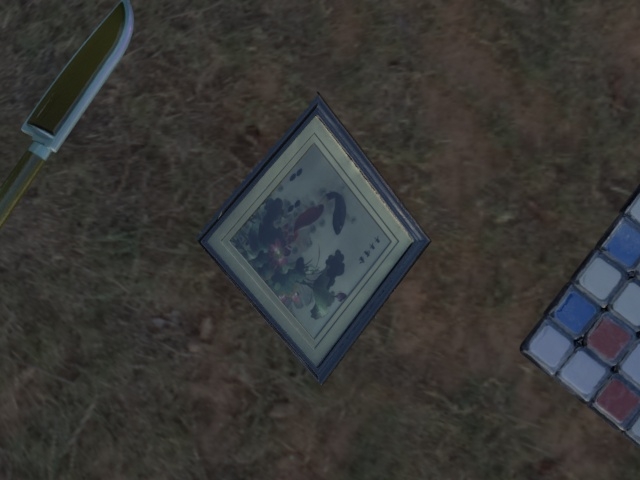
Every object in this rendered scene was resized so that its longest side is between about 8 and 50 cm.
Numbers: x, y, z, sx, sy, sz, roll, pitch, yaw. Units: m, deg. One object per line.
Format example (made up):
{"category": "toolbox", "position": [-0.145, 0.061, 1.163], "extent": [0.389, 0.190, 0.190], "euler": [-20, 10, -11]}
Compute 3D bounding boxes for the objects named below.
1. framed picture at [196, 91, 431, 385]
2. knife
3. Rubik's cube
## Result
{"category": "framed picture", "position": [0.000, 0.000, 1.043], "extent": [0.195, 0.010, 0.199], "euler": [-51, 117, -24]}
{"category": "knife", "position": [-0.293, -0.120, 1.190], "extent": [0.343, 0.061, 0.027], "euler": [-57, 145, -10]}
{"category": "Rubik's cube", "position": [0.482, 0.120, 1.508], "extent": [0.293, 0.292, 0.287], "euler": [39, 100, 18]}
